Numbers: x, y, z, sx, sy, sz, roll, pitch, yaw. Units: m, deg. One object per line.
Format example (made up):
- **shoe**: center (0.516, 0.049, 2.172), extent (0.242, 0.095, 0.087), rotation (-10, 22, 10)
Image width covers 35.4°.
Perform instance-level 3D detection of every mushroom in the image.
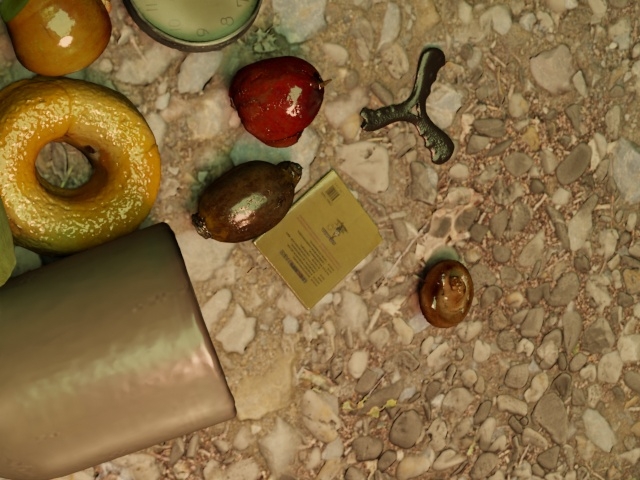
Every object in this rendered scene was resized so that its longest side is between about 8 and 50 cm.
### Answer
- **mushroom**: center (0.230, 0.097, 1.834), extent (0.126, 0.085, 0.109), rotation (-55, 149, -18)

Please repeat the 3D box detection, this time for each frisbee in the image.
- **frisbee**: center (0.155, -0.223, 1.778), extent (0.187, 0.012, 0.211), rotation (-18, 108, -19)

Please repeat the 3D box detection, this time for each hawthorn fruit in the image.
- **hawthorn fruit**: center (-0.055, -0.228, 1.600), extent (0.172, 0.148, 0.148), rotation (-23, 114, 22)

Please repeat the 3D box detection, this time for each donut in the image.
- **donut**: center (-0.380, -0.107, 1.510), extent (0.303, 0.110, 0.303), rotation (-5, 101, -24)

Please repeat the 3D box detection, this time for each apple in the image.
- **apple**: center (-0.387, -0.319, 1.447), extent (0.147, 0.146, 0.163), rotation (-34, 114, -10)

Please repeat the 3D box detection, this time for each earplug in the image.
- **earplug**: center (-0.353, 0.175, 1.454), extent (0.394, 0.312, 0.313), rotation (-19, 107, -10)

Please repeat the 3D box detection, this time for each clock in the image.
- **clock**: center (-0.194, -0.402, 1.535), extent (0.226, 0.049, 0.226), rotation (1, 86, -15)

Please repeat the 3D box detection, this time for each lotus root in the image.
- **lotus root**: center (-0.114, -0.066, 1.635), extent (0.209, 0.120, 0.120), rotation (-32, 111, -15)

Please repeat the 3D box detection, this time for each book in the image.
- **book**: center (0.000, 0.000, 1.751), extent (0.192, 0.013, 0.168), rotation (-42, 113, -11)

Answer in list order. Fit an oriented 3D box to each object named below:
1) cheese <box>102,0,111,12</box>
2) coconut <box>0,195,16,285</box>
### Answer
- **cheese**: center (-0.350, -0.394, 1.518), extent (0.047, 0.017, 0.111), rotation (-22, 108, -15)
- **coconut**: center (-0.569, -0.015, 1.342), extent (0.328, 0.281, 0.328), rotation (-1, 101, -6)
